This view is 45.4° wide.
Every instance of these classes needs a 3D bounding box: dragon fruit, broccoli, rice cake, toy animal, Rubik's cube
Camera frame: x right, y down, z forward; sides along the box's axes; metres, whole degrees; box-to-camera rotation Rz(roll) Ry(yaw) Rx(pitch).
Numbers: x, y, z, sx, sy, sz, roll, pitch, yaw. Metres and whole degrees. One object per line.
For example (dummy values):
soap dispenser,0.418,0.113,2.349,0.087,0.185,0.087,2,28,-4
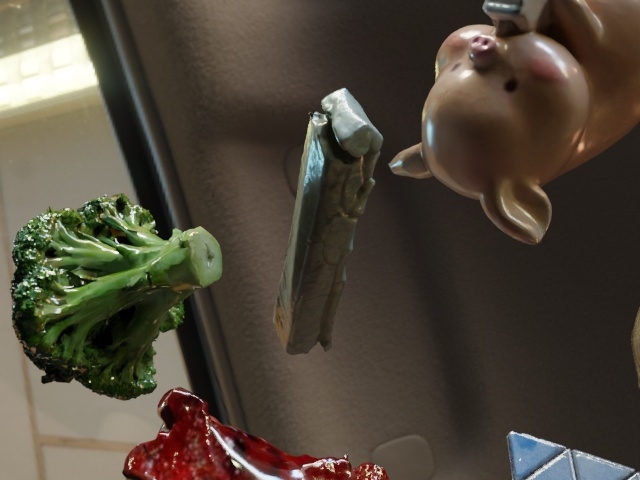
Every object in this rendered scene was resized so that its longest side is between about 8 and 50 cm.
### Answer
dragon fruit,-0.058,0.300,0.655,0.329,0.228,0.286,34,-34,-14
broccoli,-0.236,0.046,0.935,0.269,0.254,0.269,-16,-122,28
rice cake,0.000,0.000,0.764,0.336,0.063,0.066,101,-30,-48
toy animal,0.214,-0.153,0.736,0.195,0.256,0.213,41,-30,49
Rubik's cube,0.239,0.282,0.797,0.178,0.190,0.211,50,-42,29

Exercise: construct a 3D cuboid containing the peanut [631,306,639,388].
peanut,0.326,0.098,0.637,0.129,0.224,0.129,-11,-118,20
